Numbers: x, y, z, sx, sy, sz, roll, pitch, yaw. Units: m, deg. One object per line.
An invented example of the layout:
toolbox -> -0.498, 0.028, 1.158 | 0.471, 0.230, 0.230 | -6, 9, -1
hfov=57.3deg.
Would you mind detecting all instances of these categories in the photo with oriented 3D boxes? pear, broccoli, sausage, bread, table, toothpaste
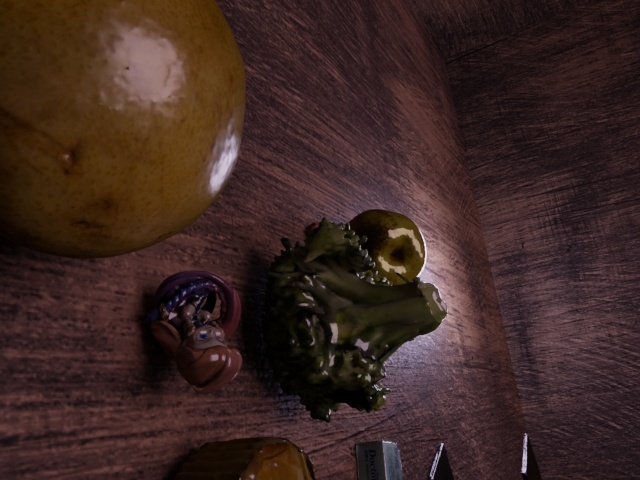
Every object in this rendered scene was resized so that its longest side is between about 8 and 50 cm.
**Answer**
pear -> 0.134, 0.024, 1.326 | 0.197, 0.197, 0.197 | 42, 40, -49
pear -> -0.218, -0.131, 0.552 | 0.314, 0.314, 0.314 | 42, 40, -49
broccoli -> 0.068, 0.146, 0.983 | 0.348, 0.281, 0.293 | 29, 47, -44
sausage -> 0.000, 0.000, 1.227 | 0.083, 0.034, 0.034 | 60, 28, -27
bread -> -0.087, 0.370, 0.708 | 0.227, 0.142, 0.253 | 26, 50, -57
table -> 0.442, 0.678, 1.491 | 0.196, 0.251, 0.282 | -30, 104, -64
toothpaste -> 0.126, 0.549, 1.124 | 0.089, 0.071, 0.313 | 33, 47, -52

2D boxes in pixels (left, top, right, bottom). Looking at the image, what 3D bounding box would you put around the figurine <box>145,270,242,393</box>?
figurine -> -0.152, 0.125, 0.738 | 0.126, 0.114, 0.157 | 17, 44, -43
